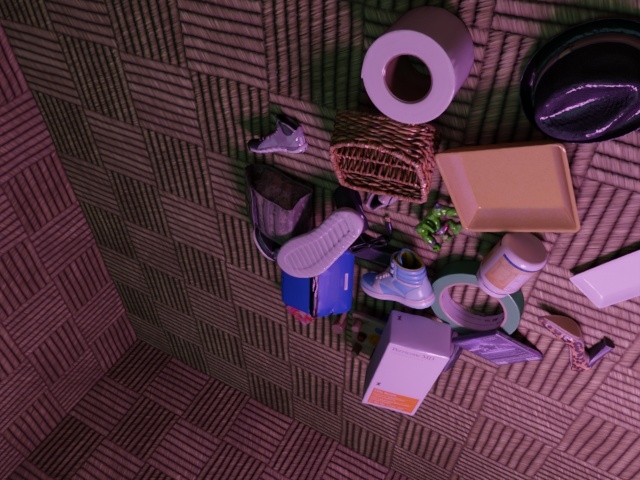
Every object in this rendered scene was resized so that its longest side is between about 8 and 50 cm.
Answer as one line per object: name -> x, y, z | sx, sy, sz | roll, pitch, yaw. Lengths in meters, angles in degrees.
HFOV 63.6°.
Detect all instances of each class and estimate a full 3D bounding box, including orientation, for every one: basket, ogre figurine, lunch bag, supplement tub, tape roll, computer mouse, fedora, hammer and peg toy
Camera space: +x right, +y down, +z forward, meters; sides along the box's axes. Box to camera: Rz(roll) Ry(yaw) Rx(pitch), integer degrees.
basket -> 0.172, -0.239, 1.488 | 0.299, 0.213, 0.223 | 17, 99, 23
ogre figurine -> 0.387, -0.052, 1.670 | 0.118, 0.097, 0.197 | 29, 153, -7
lunch bag -> -0.184, -0.136, 1.960 | 0.287, 0.169, 0.235 | 30, 145, 20
supplement tub -> 0.587, 0.076, 1.604 | 0.144, 0.144, 0.200 | 32, 141, 6
tape roll -> 0.547, 0.214, 1.826 | 0.321, 0.077, 0.321 | 20, 137, 20
tape roll -> 0.251, -0.447, 1.321 | 0.246, 0.169, 0.246 | 21, 139, 20
computer mouse -> 0.151, -0.076, 1.817 | 0.183, 0.060, 0.262 | -9, 110, 18
fedora -> 0.615, -0.328, 1.179 | 0.333, 0.152, 0.334 | 21, 139, 19
hammer and peg toy -> 0.203, 0.406, 2.229 | 0.361, 0.127, 0.266 | 20, 138, 20

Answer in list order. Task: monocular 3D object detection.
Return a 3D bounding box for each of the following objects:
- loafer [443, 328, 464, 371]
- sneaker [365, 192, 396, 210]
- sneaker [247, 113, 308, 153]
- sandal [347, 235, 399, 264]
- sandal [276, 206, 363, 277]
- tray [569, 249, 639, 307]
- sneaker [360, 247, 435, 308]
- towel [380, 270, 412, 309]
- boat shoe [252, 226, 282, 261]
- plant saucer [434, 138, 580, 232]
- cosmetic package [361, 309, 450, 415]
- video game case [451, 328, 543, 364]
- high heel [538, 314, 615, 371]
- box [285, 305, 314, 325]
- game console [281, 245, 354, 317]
loafer -> 0.520, 0.413, 2.049 | 0.084, 0.096, 0.268 | 40, 139, 29
sneaker -> 0.241, -0.170, 1.638 | 0.099, 0.121, 0.262 | 42, 140, -5
sneaker -> -0.155, -0.373, 1.778 | 0.228, 0.086, 0.132 | 5, 127, 20
sandal -> 0.199, 0.033, 1.935 | 0.254, 0.055, 0.097 | 20, 146, 5
sandal -> 0.009, 0.013, 1.872 | 0.416, 0.102, 0.169 | -32, 98, 37
tray -> 0.886, 0.103, 1.498 | 0.145, 0.030, 0.270 | 43, 141, -6
sneaker -> 0.263, 0.111, 1.868 | 0.318, 0.127, 0.208 | 10, 125, 43
towel -> 0.332, 0.182, 1.996 | 0.144, 0.029, 0.197 | -24, 109, 47
boat shoe -> -0.139, 0.054, 2.142 | 0.113, 0.127, 0.340 | -16, 119, 43
plant saucer -> 0.526, -0.157, 1.433 | 0.332, 0.081, 0.333 | 1, 142, 35
cosmetic package -> 0.325, 0.488, 2.017 | 0.229, 0.162, 0.453 | 14, 135, 2
video game case -> 0.645, 0.394, 1.886 | 0.274, 0.026, 0.196 | 29, 147, -27
high heel -> 0.817, 0.355, 1.742 | 0.261, 0.093, 0.186 | 25, 134, 1
box -> -0.031, 0.256, 2.261 | 0.128, 0.123, 0.257 | 43, 141, -5
game console -> -0.013, 0.142, 2.078 | 0.173, 0.250, 0.293 | -134, 42, -59
